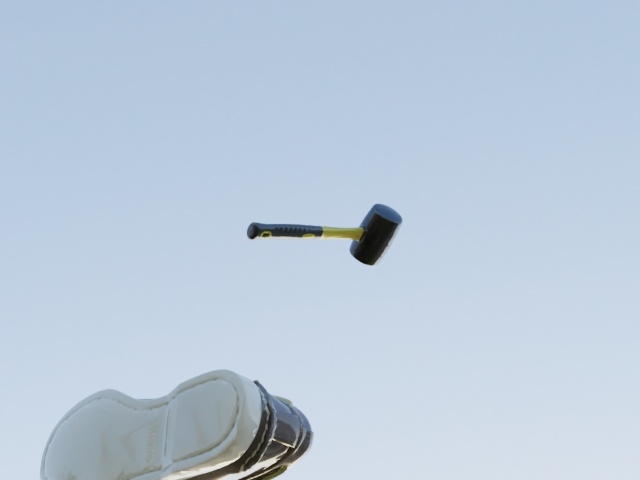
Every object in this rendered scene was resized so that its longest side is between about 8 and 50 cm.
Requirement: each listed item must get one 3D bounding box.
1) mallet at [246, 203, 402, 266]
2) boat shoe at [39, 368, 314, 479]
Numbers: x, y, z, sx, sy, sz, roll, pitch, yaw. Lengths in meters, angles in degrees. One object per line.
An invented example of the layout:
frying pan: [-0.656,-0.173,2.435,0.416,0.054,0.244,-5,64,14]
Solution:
mallet: [0.000,0.000,1.275,0.189,0.039,0.062,-6,-49,-38]
boat shoe: [-0.145,0.196,1.192,0.096,0.117,0.324,27,-33,-38]
